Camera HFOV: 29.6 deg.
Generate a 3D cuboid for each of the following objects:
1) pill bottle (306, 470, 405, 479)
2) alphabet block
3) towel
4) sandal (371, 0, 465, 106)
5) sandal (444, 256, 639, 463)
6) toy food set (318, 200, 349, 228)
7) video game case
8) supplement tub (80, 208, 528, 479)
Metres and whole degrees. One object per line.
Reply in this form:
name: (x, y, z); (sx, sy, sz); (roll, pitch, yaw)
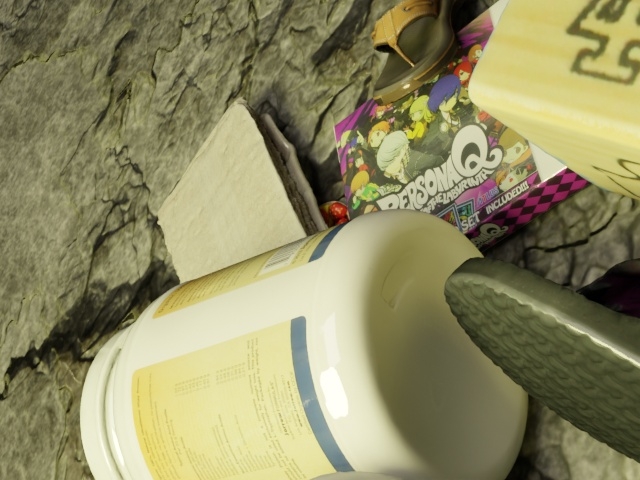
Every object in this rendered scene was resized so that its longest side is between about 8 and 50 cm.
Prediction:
pill bottle: (-0.044, 0.345, 0.832); (0.392, 0.224, 0.224); (-50, 39, 38)
alphabet block: (0.257, -0.128, 0.830); (0.197, 0.192, 0.193); (25, 91, 50)
towel: (-0.082, -0.006, 1.224); (0.187, 0.049, 0.282); (-53, 37, 25)
sandal: (0.085, -0.198, 1.100); (0.090, 0.060, 0.219); (-28, 28, 41)
sandal: (0.272, 0.092, 0.743); (0.446, 0.167, 0.107); (20, 61, 42)
toy food set: (0.000, 0.000, 1.171); (0.083, 0.020, 0.083); (-13, 61, 44)
video game case: (0.117, -0.080, 1.070); (0.232, 0.042, 0.210); (-35, 45, 31)
supplement tub: (-0.020, 0.121, 0.965); (0.316, 0.228, 0.228); (-20, 56, 40)
